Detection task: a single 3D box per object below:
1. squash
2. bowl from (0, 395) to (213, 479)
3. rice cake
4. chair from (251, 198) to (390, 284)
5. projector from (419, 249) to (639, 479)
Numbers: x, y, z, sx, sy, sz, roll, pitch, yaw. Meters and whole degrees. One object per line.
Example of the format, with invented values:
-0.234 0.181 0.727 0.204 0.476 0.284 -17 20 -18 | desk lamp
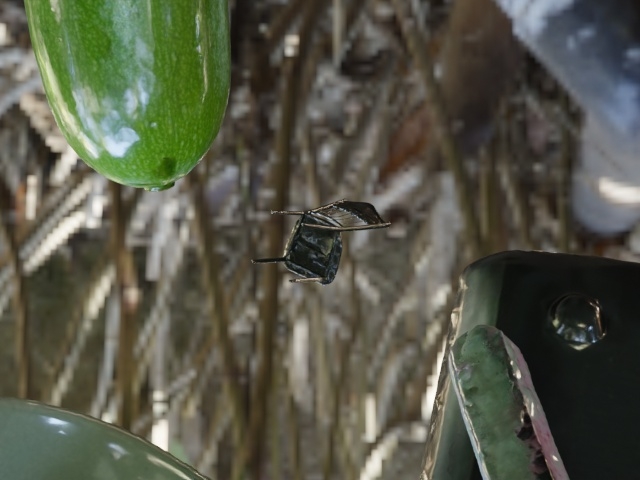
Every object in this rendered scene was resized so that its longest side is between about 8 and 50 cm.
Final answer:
-0.093 -0.203 0.804 0.101 0.379 0.101 -1 -161 0 | squash
-0.143 0.229 0.990 0.289 0.289 0.146 13 118 -39 | bowl
0.088 0.110 0.737 0.033 0.207 0.033 -31 128 12 | rice cake
0.000 0.002 1.051 0.037 0.042 0.086 27 -160 30 | chair
0.240 0.239 1.005 0.405 0.395 0.242 10 147 4 | projector
